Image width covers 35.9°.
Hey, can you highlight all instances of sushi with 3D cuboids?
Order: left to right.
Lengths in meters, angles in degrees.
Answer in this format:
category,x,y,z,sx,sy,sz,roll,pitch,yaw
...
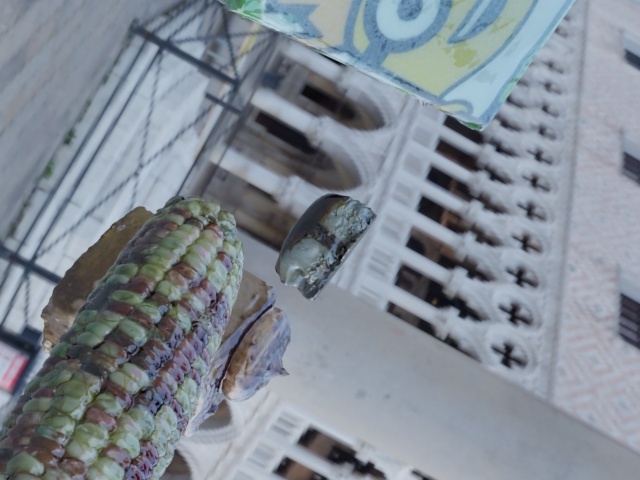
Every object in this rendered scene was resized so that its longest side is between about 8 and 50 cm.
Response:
category,x,y,z,sx,sy,sz,roll,pitch,yaw
sushi,0.000,0.000,0.720,0.083,0.046,0.044,-52,176,-2

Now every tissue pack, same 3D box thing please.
category,x,y,z,sx,sy,sz,roll,pitch,yaw
tissue pack,0.076,-0.247,0.824,0.228,0.310,0.128,-57,-135,18

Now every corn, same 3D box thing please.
category,x,y,z,sx,sy,sz,roll,pitch,yaw
corn,-0.108,0.077,0.533,0.086,0.086,0.253,-55,-172,51

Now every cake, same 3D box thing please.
category,x,y,z,sx,sy,sz,roll,pitch,yaw
cake,-0.184,0.126,1.265,0.199,0.293,0.196,-52,168,-38
